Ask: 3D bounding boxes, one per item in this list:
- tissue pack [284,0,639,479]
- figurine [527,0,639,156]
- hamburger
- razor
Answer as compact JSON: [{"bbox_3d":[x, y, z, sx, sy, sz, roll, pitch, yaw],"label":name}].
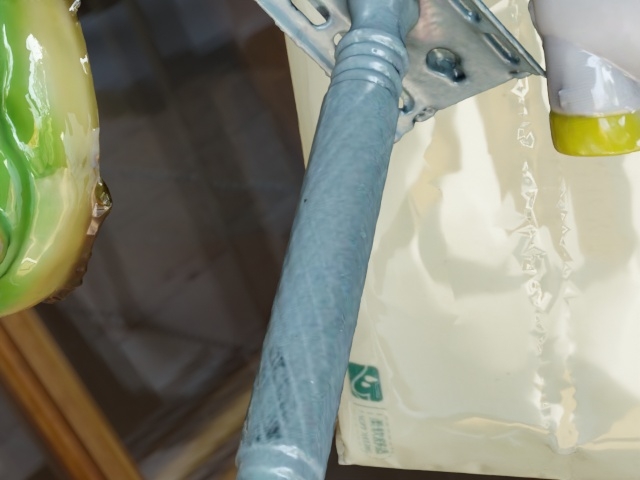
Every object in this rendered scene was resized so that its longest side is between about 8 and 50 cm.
[{"bbox_3d":[0.141,-0.059,1.026,0.297,0.380,0.207,0,35,14],"label":"tissue pack"},{"bbox_3d":[0.150,-0.067,0.573,0.178,0.129,0.109,26,56,26],"label":"figurine"},{"bbox_3d":[-0.217,-0.061,0.922,0.149,0.237,0.237,-9,10,-35],"label":"hamburger"},{"bbox_3d":[0.000,0.000,0.546,0.068,0.106,0.232,-22,39,36],"label":"razor"}]
